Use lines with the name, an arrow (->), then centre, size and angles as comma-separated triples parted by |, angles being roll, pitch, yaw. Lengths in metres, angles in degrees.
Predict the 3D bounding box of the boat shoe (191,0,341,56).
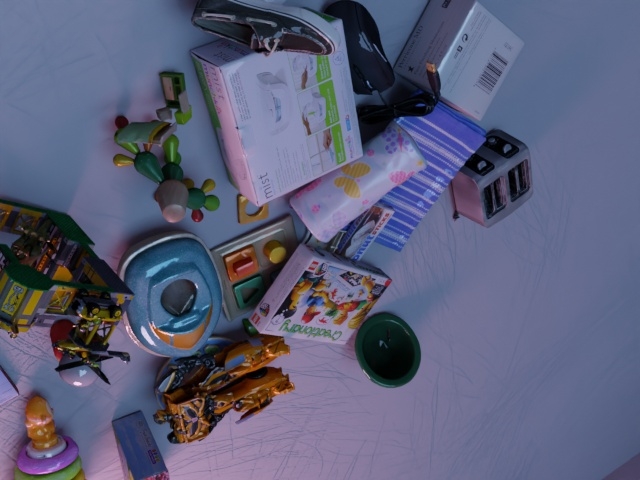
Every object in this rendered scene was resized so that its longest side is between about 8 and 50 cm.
boat shoe -> -0.081, -0.308, 0.987 | 0.078, 0.219, 0.070 | 109, -2, -70

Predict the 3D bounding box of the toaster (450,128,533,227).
toaster -> 0.393, -0.136, 1.546 | 0.168, 0.110, 0.185 | -33, 131, -15

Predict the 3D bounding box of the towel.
towel -> 0.186, -0.135, 1.411 | 0.243, 0.040, 0.336 | 20, 112, -41

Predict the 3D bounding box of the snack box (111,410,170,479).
snack box -> -0.350, 0.479, 1.329 | 0.070, 0.174, 0.207 | -15, 125, -25

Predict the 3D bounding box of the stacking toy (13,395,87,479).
stacking toy -> -0.503, 0.422, 1.224 | 0.166, 0.175, 0.301 | -9, 107, -32

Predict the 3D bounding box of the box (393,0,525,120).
box -> 0.274, -0.364, 1.316 | 0.182, 0.119, 0.181 | 19, 104, -41

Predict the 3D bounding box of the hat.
hat -> 0.142, 0.295, 1.681 | 0.173, 0.183, 0.208 | -33, 89, -25

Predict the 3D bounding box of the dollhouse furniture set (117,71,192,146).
dollhouse furniture set -> -0.249, -0.204, 1.021 | 0.151, 0.076, 0.058 | -65, 157, -51

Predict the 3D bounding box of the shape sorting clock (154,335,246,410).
shape sorting clock -> -0.242, 0.290, 1.386 | 0.206, 0.040, 0.206 | -18, 125, -27

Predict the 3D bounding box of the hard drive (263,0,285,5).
hard drive -> -0.062, -0.518, 1.004 | 0.353, 0.047, 0.233 | -45, 127, 0

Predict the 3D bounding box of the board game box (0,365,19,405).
board game box -> -0.661, 0.276, 1.082 | 0.281, 0.027, 0.145 | -29, 131, -19

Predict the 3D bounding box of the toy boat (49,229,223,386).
toy boat -> -0.312, 0.140, 1.172 | 0.318, 0.148, 0.267 | -26, 129, -22

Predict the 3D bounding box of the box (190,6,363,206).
box -> -0.066, -0.228, 1.144 | 0.231, 0.127, 0.262 | -28, 129, -19

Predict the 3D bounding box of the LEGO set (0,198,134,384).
LEGO set -> -0.437, 0.082, 0.958 | 0.192, 0.331, 0.255 | -59, 153, 10

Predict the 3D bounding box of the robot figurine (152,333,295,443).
robot figurine -> -0.195, 0.300, 1.341 | 0.291, 0.085, 0.211 | -24, 124, -28

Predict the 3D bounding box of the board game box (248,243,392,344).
board game box -> 0.009, 0.122, 1.413 | 0.305, 0.053, 0.193 | 18, 111, -52

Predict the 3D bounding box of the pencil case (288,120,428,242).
pencil case -> 0.074, -0.110, 1.285 | 0.273, 0.113, 0.124 | -37, 166, 10

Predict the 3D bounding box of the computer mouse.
computer mouse -> 0.112, -0.310, 1.194 | 0.262, 0.184, 0.060 | 64, 34, -40

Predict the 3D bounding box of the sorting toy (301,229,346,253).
sorting toy -> 0.000, 0.000, 1.391 | 0.075, 0.045, 0.083 | 16, 109, -32

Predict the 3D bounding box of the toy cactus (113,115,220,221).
toy cactus -> -0.249, -0.092, 1.069 | 0.112, 0.180, 0.219 | -31, 128, 9

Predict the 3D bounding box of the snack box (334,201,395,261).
snack box -> 0.085, -0.008, 1.424 | 0.064, 0.022, 0.178 | 12, 125, -36

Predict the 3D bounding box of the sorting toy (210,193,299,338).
sorting toy -> -0.117, 0.062, 1.335 | 0.196, 0.047, 0.347 | -27, 129, -21
